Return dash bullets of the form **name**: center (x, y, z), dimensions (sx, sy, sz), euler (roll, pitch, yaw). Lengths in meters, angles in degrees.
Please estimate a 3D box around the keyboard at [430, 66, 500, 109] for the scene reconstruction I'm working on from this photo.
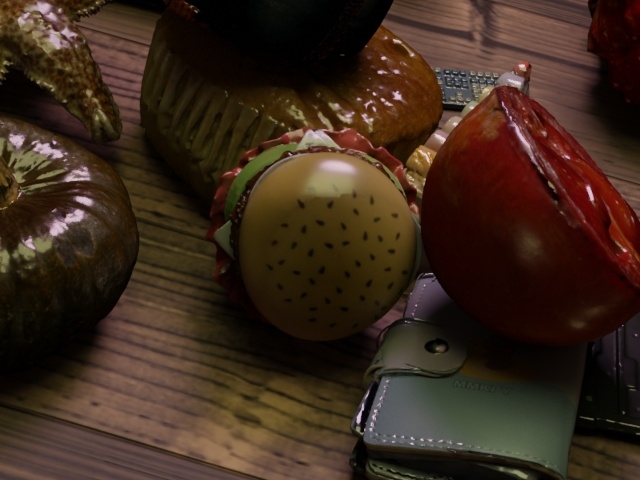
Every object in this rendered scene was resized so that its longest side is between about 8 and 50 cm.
- **keyboard**: center (0.088, -0.147, 1.837), dimensions (0.176, 0.014, 0.055), euler (5, 42, -10)

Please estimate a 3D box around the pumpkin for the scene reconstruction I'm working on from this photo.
- **pumpkin**: center (-0.244, -0.011, 1.456), dimensions (0.219, 0.162, 0.219), euler (5, 41, -4)

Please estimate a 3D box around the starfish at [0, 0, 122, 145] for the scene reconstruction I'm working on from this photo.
- **starfish**: center (-0.253, -0.204, 1.691), dimensions (0.303, 0.113, 0.312), euler (-27, 53, -1)

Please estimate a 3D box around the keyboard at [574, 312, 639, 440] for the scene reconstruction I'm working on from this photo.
- **keyboard**: center (0.246, 0.073, 1.606), dimensions (0.106, 0.016, 0.262), euler (12, 38, -2)

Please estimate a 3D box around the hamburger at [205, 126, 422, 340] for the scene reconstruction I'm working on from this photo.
- **hamburger**: center (0.003, -0.002, 1.494), dimensions (0.175, 0.175, 0.137), euler (4, 11, -12)

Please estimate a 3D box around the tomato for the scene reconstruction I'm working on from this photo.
- **tomato**: center (0.154, -0.005, 1.465), dimensions (0.200, 0.139, 0.233), euler (57, 14, 10)

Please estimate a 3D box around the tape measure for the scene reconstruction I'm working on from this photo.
- **tape measure**: center (-0.039, -0.236, 1.594), dimensions (0.202, 0.135, 0.223), euler (3, 39, -37)

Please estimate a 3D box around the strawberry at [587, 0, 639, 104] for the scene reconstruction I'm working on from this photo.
- **strawberry**: center (0.376, -0.238, 1.850), dimensions (0.257, 0.261, 0.261), euler (14, 38, 8)

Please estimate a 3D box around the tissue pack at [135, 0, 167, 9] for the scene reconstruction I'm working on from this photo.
- **tissue pack**: center (-0.144, -0.350, 1.934), dimensions (0.394, 0.124, 0.288), euler (15, 40, 1)

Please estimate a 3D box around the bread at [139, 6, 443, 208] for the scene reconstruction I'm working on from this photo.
- **bread**: center (-0.028, -0.116, 1.665), dimensions (0.227, 0.142, 0.253), euler (-17, 45, -41)

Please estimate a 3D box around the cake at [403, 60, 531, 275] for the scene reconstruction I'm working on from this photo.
- **cake**: center (0.121, -0.066, 1.667), dimensions (0.090, 0.109, 0.225), euler (18, 39, 5)

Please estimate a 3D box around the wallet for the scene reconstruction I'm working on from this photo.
- **wallet**: center (0.119, 0.114, 1.478), dimensions (0.170, 0.069, 0.231), euler (11, 33, 9)
